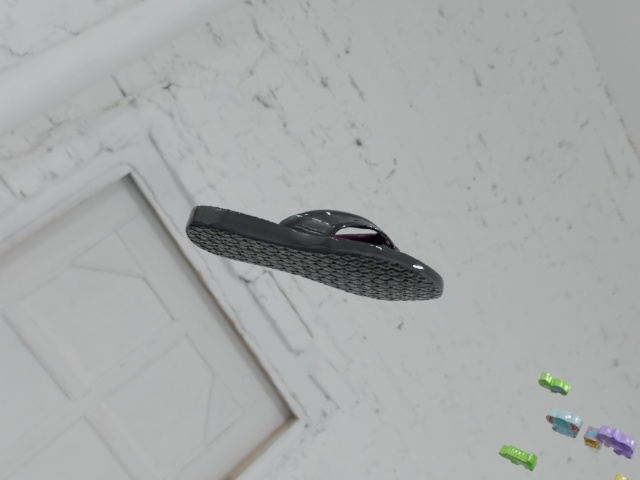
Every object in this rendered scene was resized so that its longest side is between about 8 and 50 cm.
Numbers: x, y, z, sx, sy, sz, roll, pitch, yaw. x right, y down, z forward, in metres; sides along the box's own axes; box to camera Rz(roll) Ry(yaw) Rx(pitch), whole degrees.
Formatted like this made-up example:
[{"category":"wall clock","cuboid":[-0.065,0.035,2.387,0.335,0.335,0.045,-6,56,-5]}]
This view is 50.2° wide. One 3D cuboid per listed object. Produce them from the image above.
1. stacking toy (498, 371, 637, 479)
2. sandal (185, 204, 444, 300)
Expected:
[{"category":"stacking toy","cuboid":[0.402,0.286,1.023,0.221,0.167,0.052,11,-44,39]},{"category":"sandal","cuboid":[-0.001,-0.001,1.146,0.446,0.107,0.167,16,-23,1]}]
